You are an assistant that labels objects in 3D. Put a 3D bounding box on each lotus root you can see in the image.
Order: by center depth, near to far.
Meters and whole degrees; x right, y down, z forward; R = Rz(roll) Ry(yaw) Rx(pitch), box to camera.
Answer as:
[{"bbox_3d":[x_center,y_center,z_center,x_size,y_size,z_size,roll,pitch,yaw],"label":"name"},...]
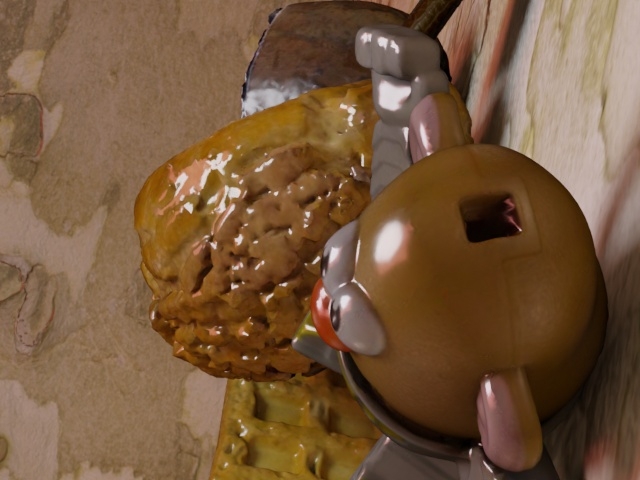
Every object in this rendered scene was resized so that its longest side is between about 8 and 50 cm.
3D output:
[{"bbox_3d":[0.044,-0.119,1.672,0.272,0.192,0.272,1,-90,-71],"label":"lotus root"}]

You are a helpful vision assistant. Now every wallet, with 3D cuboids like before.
[{"bbox_3d":[0.135,-0.253,1.436,0.243,0.039,0.133,-52,-1,-2],"label":"wallet"}]

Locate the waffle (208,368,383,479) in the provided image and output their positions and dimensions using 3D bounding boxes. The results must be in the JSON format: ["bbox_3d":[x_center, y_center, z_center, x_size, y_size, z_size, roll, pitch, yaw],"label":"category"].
[{"bbox_3d":[-0.019,0.200,1.532,0.057,0.168,0.274,101,178,-45],"label":"waffle"}]

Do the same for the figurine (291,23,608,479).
[{"bbox_3d":[0.074,0.048,0.889,0.167,0.342,0.285,-30,-15,-20],"label":"figurine"}]

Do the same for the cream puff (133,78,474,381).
[{"bbox_3d":[0.000,0.000,1.427,0.231,0.343,0.327,66,-169,8],"label":"cream puff"}]
